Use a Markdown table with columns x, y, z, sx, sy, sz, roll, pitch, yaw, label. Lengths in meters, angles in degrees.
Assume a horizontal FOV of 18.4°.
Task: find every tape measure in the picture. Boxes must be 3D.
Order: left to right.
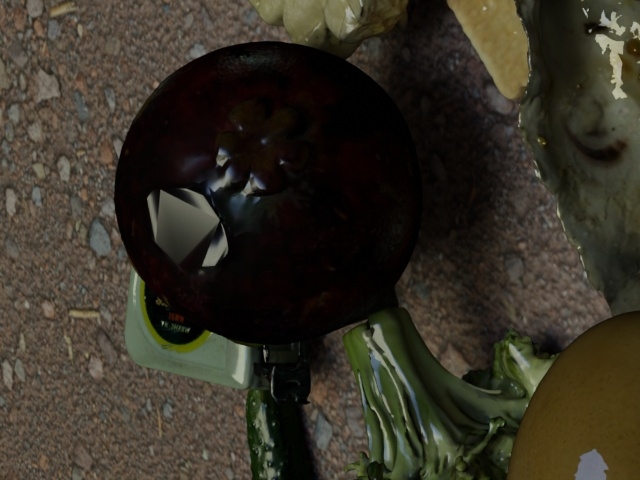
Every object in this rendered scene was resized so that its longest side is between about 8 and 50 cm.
| x | y | z | sx | sy | sz | roll | pitch | yaw | label |
| --- | --- | --- | --- | --- | --- | --- | --- | --- | --- |
| -0.096 | 0.059 | 2.151 | 0.235 | 0.115 | 0.207 | 9 | 91 | 43 | tape measure |

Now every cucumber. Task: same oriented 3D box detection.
| x | y | z | sx | sy | sz | roll | pitch | yaw | label |
| --- | --- | --- | --- | --- | --- | --- | --- | --- | --- |
| -0.044 | 0.249 | 2.179 | 0.069 | 0.069 | 0.227 | -10 | 89 | 52 | cucumber |

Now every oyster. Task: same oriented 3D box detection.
| x | y | z | sx | sy | sz | roll | pitch | yaw | label |
| --- | --- | --- | --- | --- | --- | --- | --- | --- | --- |
| 0.273 | -0.131 | 1.659 | 0.204 | 0.111 | 0.396 | -19 | 94 | 30 | oyster |

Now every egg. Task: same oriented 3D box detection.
| x | y | z | sx | sy | sz | roll | pitch | yaw | label |
| --- | --- | --- | --- | --- | --- | --- | --- | --- | --- |
| 0.275 | 0.219 | 1.629 | 0.250 | 0.250 | 0.322 | -3 | 91 | 51 | egg |

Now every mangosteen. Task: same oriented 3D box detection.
| x | y | z | sx | sy | sz | roll | pitch | yaw | label |
| --- | --- | --- | --- | --- | --- | --- | --- | --- | --- |
| -0.047 | -0.035 | 1.839 | 0.311 | 0.311 | 0.311 | 17 | 112 | 48 | mangosteen |

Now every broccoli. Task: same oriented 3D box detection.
| x | y | z | sx | sy | sz | roll | pitch | yaw | label |
| --- | --- | --- | --- | --- | --- | --- | --- | --- | --- |
| 0.107 | 0.175 | 1.830 | 0.263 | 0.247 | 0.243 | -31 | 85 | 31 | broccoli |

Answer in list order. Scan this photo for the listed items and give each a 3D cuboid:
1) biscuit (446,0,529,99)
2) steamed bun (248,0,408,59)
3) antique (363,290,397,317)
| x | y | z | sx | sy | sz | roll | pitch | yaw | label |
| --- | --- | --- | --- | --- | --- | --- | --- | --- | --- |
| 0.204 | -0.254 | 1.767 | 0.249 | 0.030 | 0.160 | -49 | 61 | 45 | biscuit |
| 0.027 | -0.327 | 1.888 | 0.295 | 0.137 | 0.292 | 55 | 141 | 38 | steamed bun |
| 0.000 | 0.000 | 2.042 | 0.088 | 0.086 | 0.183 | -21 | 82 | 50 | antique |
